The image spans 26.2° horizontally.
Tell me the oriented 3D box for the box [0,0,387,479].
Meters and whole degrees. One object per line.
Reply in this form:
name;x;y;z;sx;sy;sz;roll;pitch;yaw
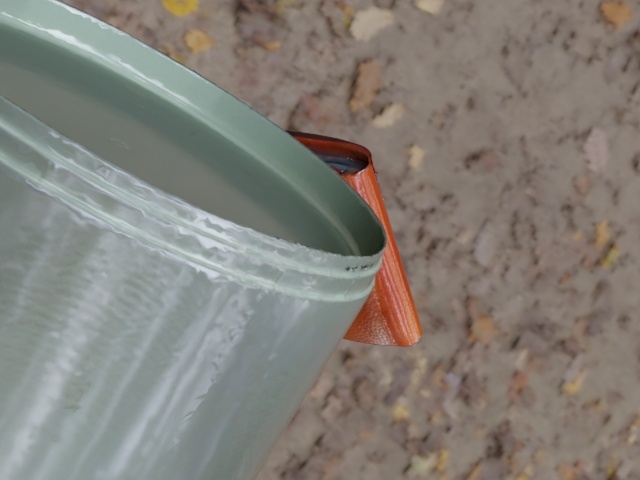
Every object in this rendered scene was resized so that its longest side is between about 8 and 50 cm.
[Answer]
box;-0.103;0.008;0.543;0.226;0.226;0.149;18;109;-44

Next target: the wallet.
wallet;0.000;0.000;1.121;0.045;0.142;0.204;-56;144;-33
